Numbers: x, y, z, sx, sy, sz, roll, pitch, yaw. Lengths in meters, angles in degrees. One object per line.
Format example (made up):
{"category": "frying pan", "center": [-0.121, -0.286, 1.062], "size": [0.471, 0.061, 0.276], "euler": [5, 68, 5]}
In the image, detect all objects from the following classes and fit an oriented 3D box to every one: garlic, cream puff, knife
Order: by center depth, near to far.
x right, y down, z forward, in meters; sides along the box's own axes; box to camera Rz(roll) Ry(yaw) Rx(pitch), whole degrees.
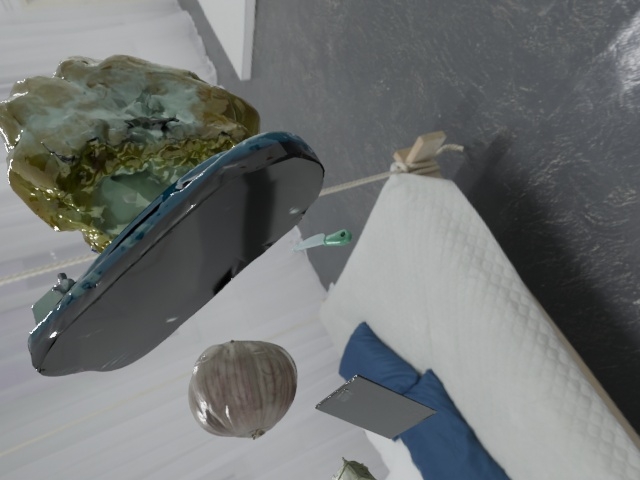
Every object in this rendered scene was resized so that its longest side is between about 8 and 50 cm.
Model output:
{"category": "cream puff", "center": [-0.249, -0.105, 0.588], "size": [0.274, 0.324, 0.269], "euler": [67, 151, 31]}
{"category": "garlic", "center": [-0.213, 0.404, 1.113], "size": [0.259, 0.318, 0.317], "euler": [66, 157, 17]}
{"category": "knife", "center": [0.001, -0.001, 1.451], "size": [0.260, 0.063, 0.035], "euler": [-9, 143, 39]}

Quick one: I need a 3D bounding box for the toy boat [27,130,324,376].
{"category": "toy boat", "center": [-0.135, -0.001, 0.382], "size": [0.092, 0.299, 0.134], "euler": [51, -175, 25]}

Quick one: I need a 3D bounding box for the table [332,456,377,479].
{"category": "table", "center": [0.086, 0.575, 0.984], "size": [0.079, 0.062, 0.083], "euler": [33, 172, -27]}

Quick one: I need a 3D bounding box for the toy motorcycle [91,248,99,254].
{"category": "toy motorcycle", "center": [-0.469, 0.010, 0.955], "size": [0.205, 0.076, 0.114], "euler": [-5, 136, 43]}

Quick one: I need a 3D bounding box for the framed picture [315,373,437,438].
{"category": "framed picture", "center": [0.188, 0.581, 1.416], "size": [0.255, 0.339, 0.014], "euler": [-50, 21, 34]}
